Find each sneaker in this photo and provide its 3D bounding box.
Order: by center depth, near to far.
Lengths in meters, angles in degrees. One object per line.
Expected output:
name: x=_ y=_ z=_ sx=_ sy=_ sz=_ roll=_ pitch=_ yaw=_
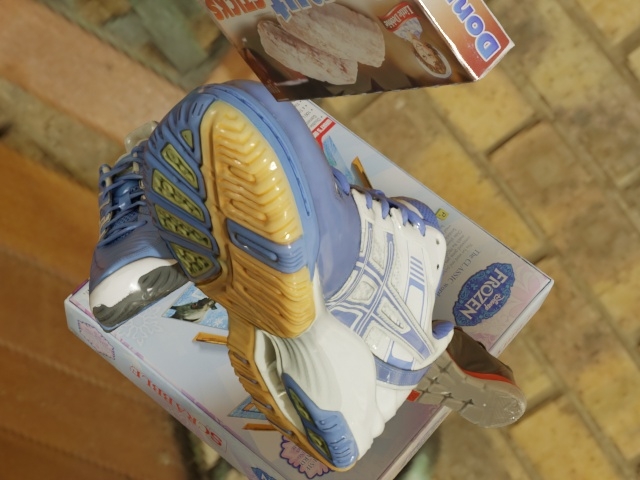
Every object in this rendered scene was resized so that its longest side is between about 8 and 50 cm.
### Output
sneaker: x=0.000 y=0.000 z=0.759 sx=0.112 sy=0.131 sz=0.296 roll=35 pitch=-22 yaw=30
sneaker: x=-0.112 y=-0.011 z=0.871 sx=0.081 sy=0.080 sz=0.211 roll=55 pitch=14 yaw=-15
sneaker: x=0.095 y=0.095 z=1.129 sx=0.158 sy=0.061 sz=0.065 roll=33 pitch=32 yaw=-25

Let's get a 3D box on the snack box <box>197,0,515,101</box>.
snack box: x=0.003 y=-0.083 z=0.506 sx=0.064 sy=0.022 sz=0.178 roll=52 pitch=-15 yaw=-17

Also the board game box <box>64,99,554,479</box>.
board game box: x=-0.008 y=0.059 z=1.284 sx=0.318 sy=0.066 sz=0.319 roll=38 pitch=64 yaw=15
